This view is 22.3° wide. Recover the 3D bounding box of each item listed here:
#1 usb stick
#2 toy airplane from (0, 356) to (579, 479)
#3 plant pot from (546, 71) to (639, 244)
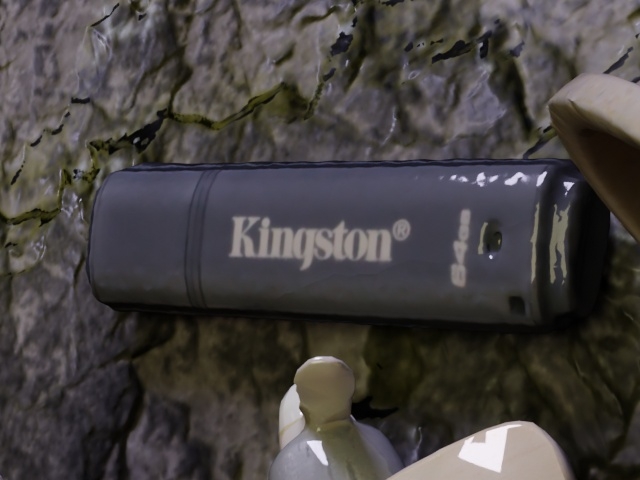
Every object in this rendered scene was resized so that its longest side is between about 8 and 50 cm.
[{"bbox_3d":[0.000,0.000,0.743,0.278,0.045,0.077,1,76,37],"label":"usb stick"},{"bbox_3d":[-0.120,0.207,0.646,0.386,0.272,0.384,14,88,13],"label":"toy airplane"},{"bbox_3d":[0.281,-0.022,0.389,0.305,0.334,0.334,-45,53,3],"label":"plant pot"}]
